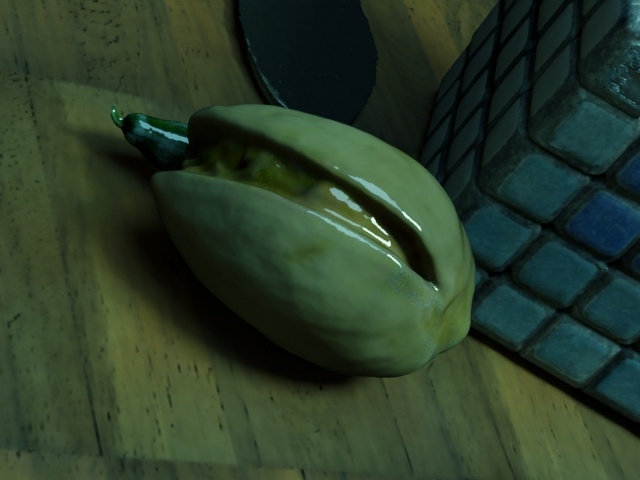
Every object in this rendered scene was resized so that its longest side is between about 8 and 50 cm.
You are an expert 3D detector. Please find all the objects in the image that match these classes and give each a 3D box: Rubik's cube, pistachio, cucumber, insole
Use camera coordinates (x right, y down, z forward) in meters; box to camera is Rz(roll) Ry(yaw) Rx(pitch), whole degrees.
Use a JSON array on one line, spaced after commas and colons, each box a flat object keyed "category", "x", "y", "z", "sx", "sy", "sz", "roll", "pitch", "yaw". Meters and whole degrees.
[{"category": "Rubik's cube", "x": 0.210, "y": -0.060, "z": 0.912, "sx": 0.237, "sy": 0.237, "sz": 0.238, "roll": 28, "pitch": 37, "yaw": -11}, {"category": "pistachio", "x": 0.000, "y": 0.000, "z": 0.786, "sx": 0.185, "sy": 0.124, "sz": 0.124, "roll": 34, "pitch": 37, "yaw": 1}, {"category": "cucumber", "x": -0.051, "y": -0.037, "z": 0.842, "sx": 0.155, "sy": 0.037, "sz": 0.037, "roll": 24, "pitch": 39, "yaw": -20}, {"category": "insole", "x": -0.020, "y": -0.182, "z": 1.038, "sx": 0.110, "sy": 0.012, "sz": 0.309, "roll": 14, "pitch": 43, "yaw": -27}]
